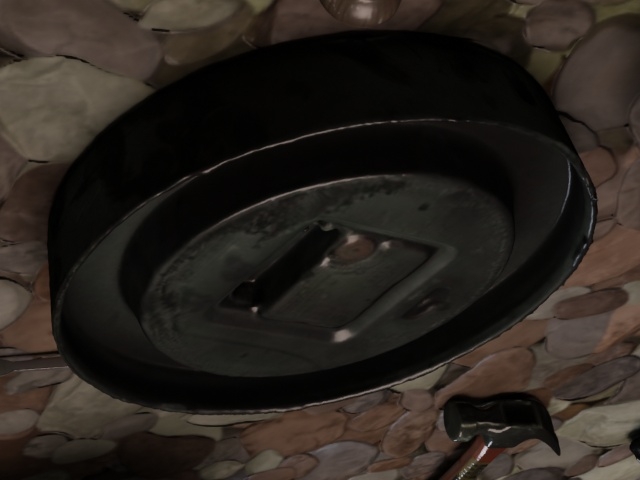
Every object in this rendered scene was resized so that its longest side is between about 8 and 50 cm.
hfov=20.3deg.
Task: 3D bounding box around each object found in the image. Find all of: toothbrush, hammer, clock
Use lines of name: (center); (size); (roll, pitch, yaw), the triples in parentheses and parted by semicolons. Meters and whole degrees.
toothbrush: (-0.138, 0.077, 1.144); (0.194, 0.014, 0.017); (-5, 156, -17)
hammer: (0.099, 0.206, 1.455); (0.111, 0.033, 0.288); (2, 147, -25)
clock: (0.000, 0.001, 1.029); (0.318, 0.066, 0.319); (-11, 149, -7)

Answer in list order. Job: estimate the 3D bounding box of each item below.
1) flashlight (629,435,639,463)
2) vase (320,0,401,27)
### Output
flashlight: (0.466, 0.141, 1.464); (0.424, 0.103, 0.103); (-16, 150, 5)
vase: (0.028, -0.142, 0.813); (0.053, 0.053, 0.101); (-6, 153, -15)
